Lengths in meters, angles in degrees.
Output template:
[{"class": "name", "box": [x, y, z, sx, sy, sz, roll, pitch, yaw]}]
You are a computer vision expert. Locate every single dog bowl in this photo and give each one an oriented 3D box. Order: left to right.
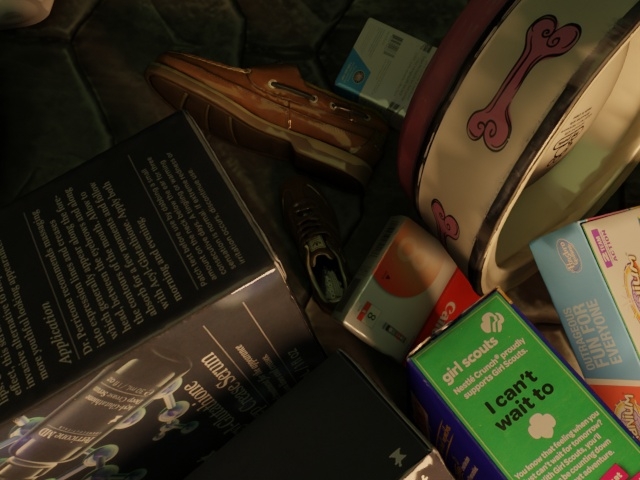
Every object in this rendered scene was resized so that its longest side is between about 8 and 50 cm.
[{"class": "dog bowl", "box": [0.247, -0.142, 0.754, 0.408, 0.408, 0.150, -45, 65, -8]}]

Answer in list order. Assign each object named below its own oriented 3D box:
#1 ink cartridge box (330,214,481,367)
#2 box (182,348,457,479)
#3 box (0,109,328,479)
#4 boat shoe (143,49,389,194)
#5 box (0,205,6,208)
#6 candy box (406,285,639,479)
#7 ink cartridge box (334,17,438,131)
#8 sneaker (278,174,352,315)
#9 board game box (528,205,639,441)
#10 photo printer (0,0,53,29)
[{"class": "ink cartridge box", "box": [0.120, 0.079, 0.841, 0.179, 0.045, 0.145, 35, 80, -17]}, {"class": "box", "box": [0.000, 0.342, 0.681, 0.343, 0.179, 0.313, -39, 123, -8]}, {"class": "box", "box": [-0.218, 0.114, 0.710, 0.395, 0.294, 0.212, -30, 59, -5]}, {"class": "boat shoe", "box": [-0.062, -0.167, 0.891, 0.307, 0.111, 0.105, 26, 76, -6]}, {"class": "box", "box": [-0.289, 0.006, 0.883, 0.225, 0.036, 0.137, -12, 80, -2]}, {"class": "candy box", "box": [0.223, 0.237, 0.696, 0.122, 0.268, 0.317, -36, 66, -10]}, {"class": "ink cartridge box", "box": [0.119, -0.194, 0.914, 0.180, 0.060, 0.104, 27, 80, 4]}, {"class": "sneaker", "box": [0.000, 0.000, 0.871, 0.066, 0.071, 0.189, -22, 81, -4]}, {"class": "board game box", "box": [0.383, 0.076, 0.780, 0.316, 0.064, 0.242, -11, 77, -40]}, {"class": "photo printer", "box": [-0.493, -0.390, 0.917, 0.307, 0.107, 0.256, -9, 80, -3]}]
